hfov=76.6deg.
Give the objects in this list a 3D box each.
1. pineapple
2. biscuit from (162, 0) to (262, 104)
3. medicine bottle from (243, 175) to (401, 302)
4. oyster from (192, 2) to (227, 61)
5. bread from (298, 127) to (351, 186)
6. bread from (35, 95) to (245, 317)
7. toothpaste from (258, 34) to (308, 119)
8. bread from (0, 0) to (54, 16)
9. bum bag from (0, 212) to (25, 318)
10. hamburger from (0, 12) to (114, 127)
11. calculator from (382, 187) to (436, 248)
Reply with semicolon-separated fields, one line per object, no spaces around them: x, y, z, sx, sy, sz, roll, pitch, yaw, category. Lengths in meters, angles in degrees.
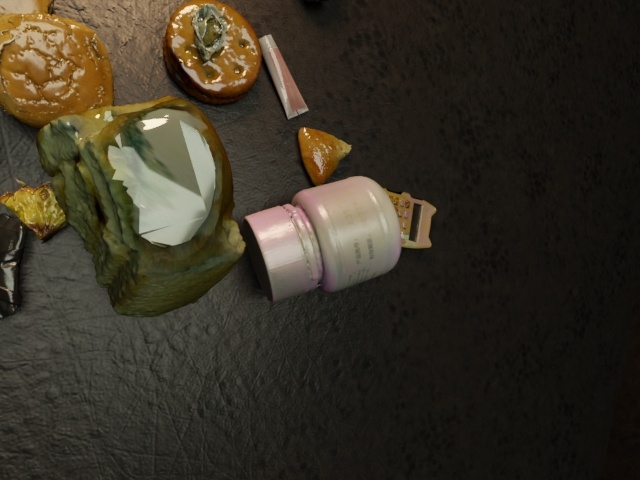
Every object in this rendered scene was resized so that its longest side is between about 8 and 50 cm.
-0.520;-0.052;0.763;0.137;0.069;0.116;6;90;-17;pineapple
-0.239;-0.421;0.914;0.221;0.066;0.220;1;87;-26;biscuit
0.000;0.000;0.916;0.302;0.241;0.241;-18;95;-18;medicine bottle
-0.238;-0.447;0.867;0.100;0.037;0.098;-52;130;-38;oyster
-0.003;-0.235;1.034;0.136;0.054;0.154;44;67;-15;bread
-0.277;-0.047;0.702;0.239;0.264;0.395;-27;104;-40;bread
-0.095;-0.403;1.004;0.067;0.043;0.194;-34;108;-27;toothpaste
-0.558;-0.432;0.745;0.106;0.082;0.125;12;80;-21;bread
-0.571;0.050;0.731;0.087;0.049;0.197;3;86;15;bum bag
-0.491;-0.302;0.740;0.214;0.108;0.213;-16;118;-32;hamburger
0.220;-0.062;1.150;0.237;0.033;0.157;14;82;-23;calculator
